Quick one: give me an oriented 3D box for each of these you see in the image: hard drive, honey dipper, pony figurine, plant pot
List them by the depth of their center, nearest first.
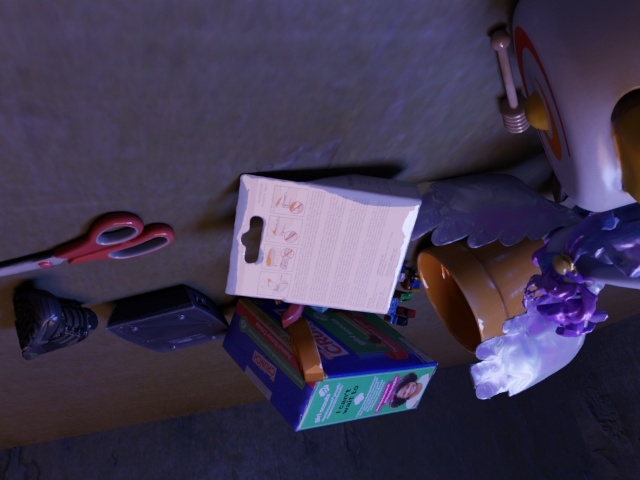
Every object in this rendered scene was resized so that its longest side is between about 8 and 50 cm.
[{"bbox_3d":[0.193,-0.161,0.566,0.030,0.031,0.160,-20,154,17],"label":"honey dipper"},{"bbox_3d":[0.332,0.018,0.702,0.350,0.303,0.363,-16,174,-16],"label":"pony figurine"},{"bbox_3d":[0.307,0.069,1.001,0.187,0.205,0.205,-26,160,-9],"label":"plant pot"},{"bbox_3d":[-0.269,0.152,1.034,0.171,0.054,0.255,-14,159,2],"label":"hard drive"}]

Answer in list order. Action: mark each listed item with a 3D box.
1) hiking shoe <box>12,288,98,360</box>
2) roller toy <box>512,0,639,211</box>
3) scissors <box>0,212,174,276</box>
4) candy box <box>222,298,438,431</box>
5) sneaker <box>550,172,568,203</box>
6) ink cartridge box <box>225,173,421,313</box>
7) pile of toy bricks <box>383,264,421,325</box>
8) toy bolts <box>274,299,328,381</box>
[{"bbox_3d":[-0.406,0.119,0.864,0.114,0.086,0.227,-15,169,-34],"label":"hiking shoe"},{"bbox_3d":[0.240,-0.124,0.448,0.146,0.209,0.191,-19,172,17],"label":"roller toy"},{"bbox_3d":[-0.337,0.027,0.730,0.297,0.021,0.109,-20,160,13],"label":"scissors"},{"bbox_3d":[0.017,0.219,1.073,0.317,0.268,0.122,4,112,-41],"label":"candy box"},{"bbox_3d":[0.380,-0.093,0.820,0.067,0.042,0.118,-13,157,9],"label":"sneaker"},{"bbox_3d":[0.000,0.000,0.723,0.224,0.056,0.181,9,120,-7],"label":"ink cartridge box"},{"bbox_3d":[0.121,0.099,1.091,0.105,0.118,0.212,13,180,26],"label":"pile of toy bricks"},{"bbox_3d":[0.014,0.098,0.901,0.158,0.218,0.228,-15,177,-11],"label":"toy bolts"}]
